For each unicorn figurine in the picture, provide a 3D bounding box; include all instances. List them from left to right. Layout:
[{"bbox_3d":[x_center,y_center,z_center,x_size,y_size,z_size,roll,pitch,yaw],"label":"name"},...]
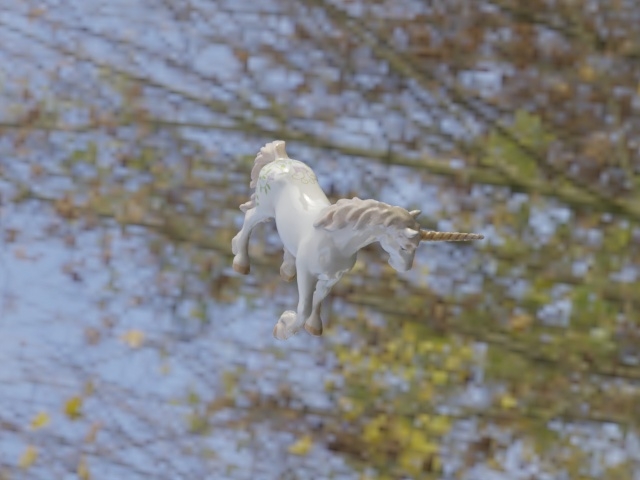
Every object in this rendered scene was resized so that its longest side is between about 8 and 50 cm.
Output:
[{"bbox_3d":[0.000,0.000,1.108,0.060,0.162,0.111,-14,-44,-44],"label":"unicorn figurine"}]
